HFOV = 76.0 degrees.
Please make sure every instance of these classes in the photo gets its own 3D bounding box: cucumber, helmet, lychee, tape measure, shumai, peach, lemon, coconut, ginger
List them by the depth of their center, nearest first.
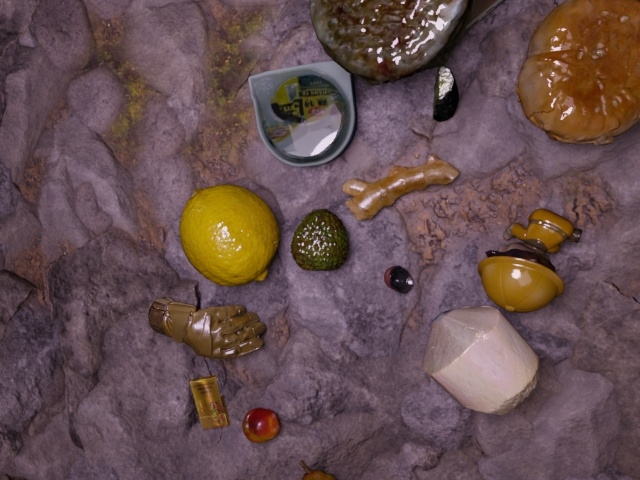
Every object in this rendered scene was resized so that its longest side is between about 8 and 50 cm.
[{"bbox_3d":[0.195,-0.506,0.883,0.396,0.348,0.394,1,91,35],"label":"shumai"},{"bbox_3d":[0.298,-0.338,0.955,0.062,0.211,0.077,1,94,12],"label":"cucumber"},{"bbox_3d":[0.372,0.274,0.995,0.244,0.239,0.239,44,101,2],"label":"coconut"},{"bbox_3d":[-0.038,-0.321,1.057,0.260,0.138,0.261,-6,94,12],"label":"tape measure"},{"bbox_3d":[0.208,-0.139,1.066,0.299,0.065,0.117,-16,96,9],"label":"ginger"},{"bbox_3d":[-0.234,-0.014,1.069,0.268,0.267,0.267,1,95,10],"label":"lemon"},{"bbox_3d":[0.000,0.000,1.070,0.171,0.171,0.171,1,95,10],"label":"lychee"},{"bbox_3d":[0.201,0.104,1.096,0.084,0.049,0.065,44,68,-22],"label":"helmet"},{"bbox_3d":[-0.169,0.534,1.184,0.101,0.101,0.100,1,95,10],"label":"peach"}]

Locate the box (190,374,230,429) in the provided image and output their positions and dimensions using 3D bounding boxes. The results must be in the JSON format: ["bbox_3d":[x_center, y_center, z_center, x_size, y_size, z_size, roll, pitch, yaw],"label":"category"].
[{"bbox_3d":[-0.335,0.491,1.243,0.089,0.022,0.156,-11,93,12],"label":"box"}]

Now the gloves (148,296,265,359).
[{"bbox_3d":[-0.320,0.249,1.158,0.332,0.141,0.154,14,96,9],"label":"gloves"}]

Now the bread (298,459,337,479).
[{"bbox_3d":[0.045,0.773,1.170,0.124,0.084,0.344,-41,87,11],"label":"bread"}]

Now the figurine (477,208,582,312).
[{"bbox_3d":[0.496,0.050,0.980,0.192,0.167,0.256,26,97,21],"label":"figurine"}]

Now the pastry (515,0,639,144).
[{"bbox_3d":[0.584,-0.366,0.913,0.285,0.184,0.315,4,94,7],"label":"pastry"}]

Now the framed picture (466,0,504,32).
[{"bbox_3d":[0.364,-0.661,1.009,0.315,0.024,0.232,-37,88,10],"label":"framed picture"}]
